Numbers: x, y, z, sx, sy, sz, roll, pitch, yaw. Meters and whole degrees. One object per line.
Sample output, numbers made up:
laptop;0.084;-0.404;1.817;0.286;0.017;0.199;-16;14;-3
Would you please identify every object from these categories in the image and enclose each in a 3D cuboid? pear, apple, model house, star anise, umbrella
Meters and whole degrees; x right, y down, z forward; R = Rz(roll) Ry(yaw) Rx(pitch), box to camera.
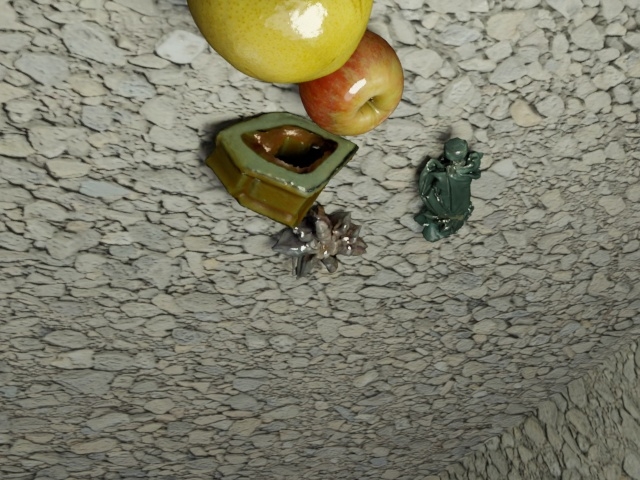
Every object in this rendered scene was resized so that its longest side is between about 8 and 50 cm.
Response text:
pear;-0.062;-0.400;1.764;0.314;0.314;0.314;-14;145;-10
apple;0.056;-0.293;2.073;0.209;0.164;0.209;-24;150;-15
model house;-0.100;-0.130;2.242;0.268;0.173;0.239;25;147;-7
star anise;0.000;0.000;2.498;0.229;0.093;0.236;-12;146;-12
umbrella;0.285;-0.123;2.473;0.143;0.094;0.349;-34;154;-14
